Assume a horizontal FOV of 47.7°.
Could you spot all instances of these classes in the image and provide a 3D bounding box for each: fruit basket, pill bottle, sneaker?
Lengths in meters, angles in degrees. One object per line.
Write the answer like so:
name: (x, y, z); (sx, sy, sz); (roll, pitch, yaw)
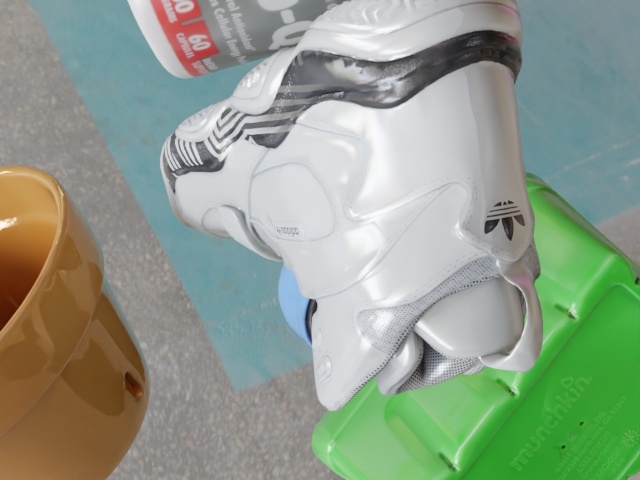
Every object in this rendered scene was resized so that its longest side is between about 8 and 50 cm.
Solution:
fruit basket: (0.191, 0.140, 0.788); (0.283, 0.392, 0.392); (37, 55, -17)
pill bottle: (-0.001, -0.237, 0.558); (0.283, 0.161, 0.161); (-13, 60, 7)
sneaker: (0.000, 0.000, 0.487); (0.137, 0.365, 0.210); (-6, 81, -33)

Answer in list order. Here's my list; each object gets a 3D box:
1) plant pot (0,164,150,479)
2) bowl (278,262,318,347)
plant pot: (-0.282, 0.107, 0.620); (0.290, 0.203, 0.291); (-16, 44, 16)
bowl: (0.124, 0.053, 1.184); (0.390, 0.391, 0.077); (-14, 47, -19)
